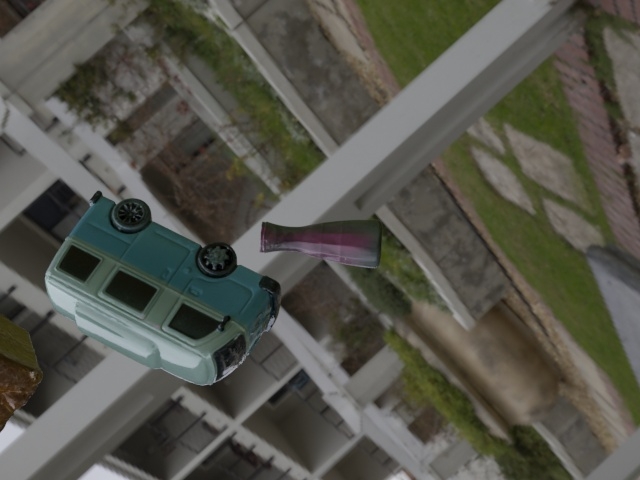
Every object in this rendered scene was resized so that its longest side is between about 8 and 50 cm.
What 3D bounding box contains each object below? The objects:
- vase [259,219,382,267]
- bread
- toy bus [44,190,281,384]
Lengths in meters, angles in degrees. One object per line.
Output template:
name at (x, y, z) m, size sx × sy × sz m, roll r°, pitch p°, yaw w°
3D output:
vase at (0.000, 0.000, 1.418) m, size 0.214 × 0.086 × 0.086 m, roll 4°, pitch 175°, yaw 2°
bread at (-0.716, 0.251, 1.479) m, size 0.279 × 0.279 × 0.207 m, roll 38°, pitch -177°, yaw -42°
toy bus at (-0.202, 0.074, 1.017) m, size 0.272 × 0.164 × 0.133 m, roll 26°, pitch 149°, yaw 8°
